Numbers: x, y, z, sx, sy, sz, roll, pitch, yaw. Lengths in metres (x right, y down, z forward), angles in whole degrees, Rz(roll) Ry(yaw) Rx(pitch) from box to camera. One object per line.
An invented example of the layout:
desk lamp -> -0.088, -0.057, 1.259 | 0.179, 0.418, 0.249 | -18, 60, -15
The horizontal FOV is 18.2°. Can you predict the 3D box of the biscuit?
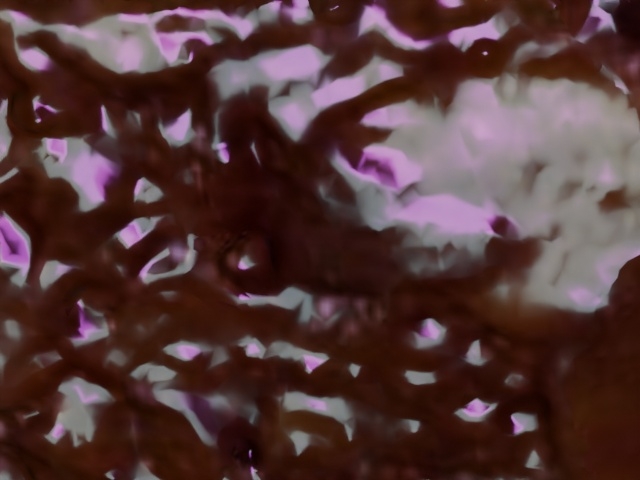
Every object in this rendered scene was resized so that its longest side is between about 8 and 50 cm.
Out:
biscuit -> 0.000, 0.000, 0.978 | 0.395, 0.166, 0.343 | 1, 116, 2
